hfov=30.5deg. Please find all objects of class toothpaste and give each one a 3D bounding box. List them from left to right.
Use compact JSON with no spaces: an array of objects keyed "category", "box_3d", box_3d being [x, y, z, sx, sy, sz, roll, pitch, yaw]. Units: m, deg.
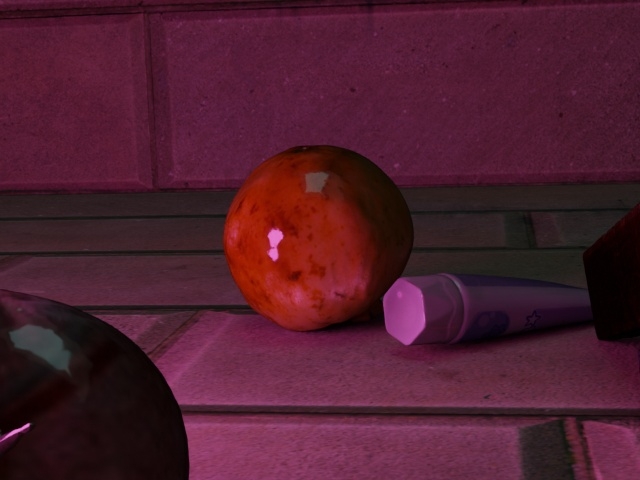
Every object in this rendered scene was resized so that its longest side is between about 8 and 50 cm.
[{"category":"toothpaste","box_3d":[0.240,0.071,1.373,0.371,0.079,0.125,-3,7,-36]}]

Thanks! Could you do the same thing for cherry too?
[{"category":"cherry","box_3d":[-0.195,0.134,0.646,0.236,0.212,0.285,15,-22,-23]}]

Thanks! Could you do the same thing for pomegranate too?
[{"category":"pomegranate","box_3d":[0.000,0.000,1.421,0.248,0.248,0.248,-2,9,0]}]

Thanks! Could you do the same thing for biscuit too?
[{"category":"biscuit","box_3d":[0.318,0.034,1.134,0.073,0.107,0.388,-8,-8,3]}]

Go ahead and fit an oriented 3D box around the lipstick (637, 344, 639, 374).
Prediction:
[{"category":"lipstick","box_3d":[0.506,0.102,1.090,0.419,0.077,0.077,-4,9,-5]}]
